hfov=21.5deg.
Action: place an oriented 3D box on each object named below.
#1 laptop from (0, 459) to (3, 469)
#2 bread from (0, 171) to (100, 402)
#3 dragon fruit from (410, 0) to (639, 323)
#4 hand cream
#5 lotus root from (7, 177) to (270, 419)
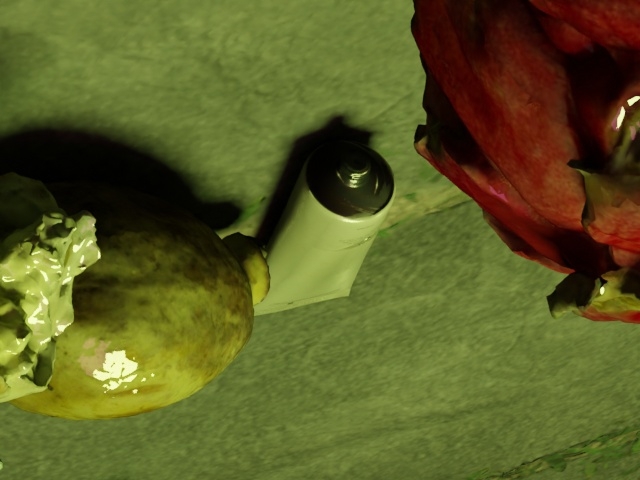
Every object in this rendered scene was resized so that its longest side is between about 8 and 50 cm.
[{"bbox_3d":[-0.367,0.163,1.107,0.187,0.015,0.269,-34,147,25],"label":"laptop"},{"bbox_3d":[-0.267,0.002,0.748,0.192,0.171,0.314,-32,145,29],"label":"bread"},{"bbox_3d":[0.190,-0.100,0.695,0.329,0.329,0.329,-14,149,-9],"label":"dragon fruit"},{"bbox_3d":[0.000,0.000,1.019,0.087,0.054,0.186,-12,156,-21],"label":"hand cream"},{"bbox_3d":[-0.107,0.033,0.927,0.214,0.138,0.138,-2,147,-45],"label":"lotus root"}]
